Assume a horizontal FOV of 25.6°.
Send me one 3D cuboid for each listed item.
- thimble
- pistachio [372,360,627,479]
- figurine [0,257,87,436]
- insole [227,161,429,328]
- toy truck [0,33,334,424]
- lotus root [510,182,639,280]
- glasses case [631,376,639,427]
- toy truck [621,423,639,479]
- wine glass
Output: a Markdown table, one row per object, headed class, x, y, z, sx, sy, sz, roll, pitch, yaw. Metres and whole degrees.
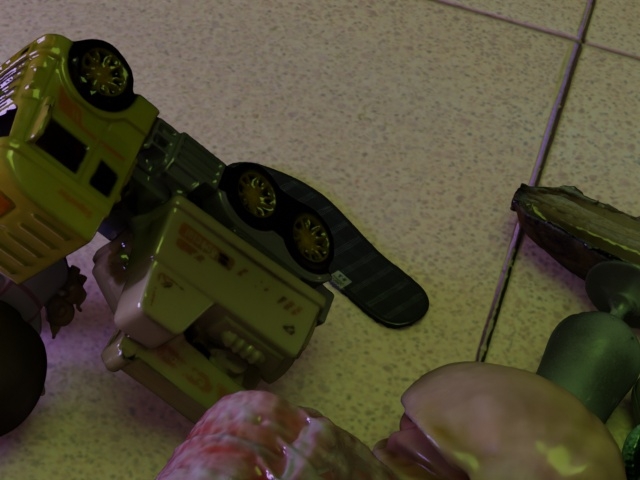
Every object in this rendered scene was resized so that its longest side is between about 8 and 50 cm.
| class | x | y | z | sx | sy | sz | roll | pitch | yaw |
| --- | --- | --- | --- | --- | --- | --- | --- | --- | --- |
| thimble | -0.043 | 0.259 | 1.218 | 0.239 | 0.239 | 0.162 | 27 | 50 | 16 |
| pistachio | 0.162 | 0.209 | 1.297 | 0.214 | 0.193 | 0.318 | 23 | 5 | -20 |
| figurine | -0.340 | 0.105 | 1.384 | 0.158 | 0.161 | 0.275 | -21 | 36 | 28 |
| insole | 0.000 | 0.000 | 1.619 | 0.110 | 0.012 | 0.309 | -30 | 58 | -32 |
| toy truck | -0.173 | 0.001 | 1.374 | 0.405 | 0.181 | 0.254 | 39 | 45 | -24 |
| lotus root | 0.359 | 0.033 | 1.608 | 0.329 | 0.078 | 0.167 | 26 | 26 | 18 |
| glasses case | 0.378 | 0.227 | 1.432 | 0.092 | 0.059 | 0.233 | 6 | 46 | -14 |
| toy truck | 0.388 | 0.257 | 1.259 | 0.156 | 0.278 | 0.155 | -24 | 13 | -38 |
| wine glass | 0.282 | 0.131 | 1.479 | 0.103 | 0.103 | 0.231 | 26 | 51 | 15 |
